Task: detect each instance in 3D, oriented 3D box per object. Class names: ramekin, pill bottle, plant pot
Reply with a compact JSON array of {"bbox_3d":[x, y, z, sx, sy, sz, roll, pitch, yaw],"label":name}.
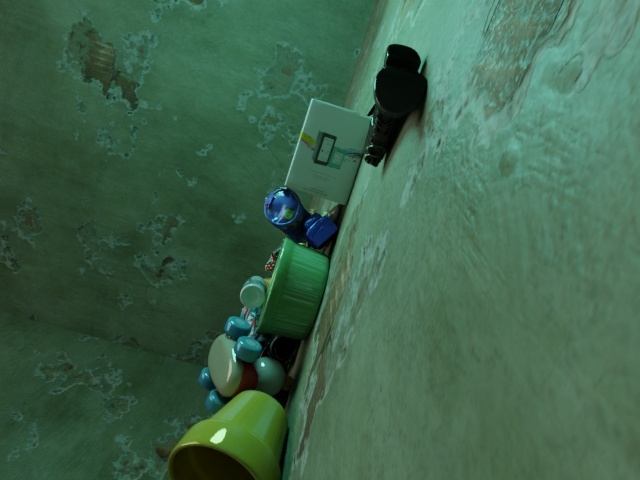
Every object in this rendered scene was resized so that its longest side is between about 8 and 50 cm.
[{"bbox_3d":[-0.081,0.154,1.518,0.303,0.148,0.303,-163,90,-85],"label":"ramekin"},{"bbox_3d":[-0.209,0.160,1.585,0.137,0.078,0.078,-106,33,-81],"label":"pill bottle"},{"bbox_3d":[-0.195,0.504,1.213,0.239,0.254,0.253,-49,-19,-61],"label":"plant pot"}]

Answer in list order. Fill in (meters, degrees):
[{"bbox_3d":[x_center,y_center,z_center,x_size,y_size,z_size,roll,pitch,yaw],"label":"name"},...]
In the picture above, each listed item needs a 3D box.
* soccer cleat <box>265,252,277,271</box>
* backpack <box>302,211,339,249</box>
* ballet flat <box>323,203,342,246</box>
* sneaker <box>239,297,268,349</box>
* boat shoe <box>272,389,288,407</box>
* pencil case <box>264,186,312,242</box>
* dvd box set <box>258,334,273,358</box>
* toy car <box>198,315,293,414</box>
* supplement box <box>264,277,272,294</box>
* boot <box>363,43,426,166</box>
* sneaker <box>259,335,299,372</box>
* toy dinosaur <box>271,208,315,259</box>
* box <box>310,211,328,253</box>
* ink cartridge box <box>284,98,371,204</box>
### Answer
[{"bbox_3d":[-0.151,0.073,1.542,0.083,0.029,0.035,-74,-4,-50],"label":"soccer cleat"},{"bbox_3d":[-0.004,-0.030,1.547,0.098,0.101,0.120,-37,-6,-9],"label":"backpack"},{"bbox_3d":[0.022,-0.050,1.628,0.057,0.053,0.168,-84,12,-64],"label":"ballet flat"},{"bbox_3d":[-0.212,0.314,1.688,0.104,0.125,0.261,36,-113,-48],"label":"sneaker"},{"bbox_3d":[-0.181,0.559,1.531,0.120,0.123,0.323,107,-173,-82],"label":"boat shoe"},{"bbox_3d":[-0.096,-0.075,1.631,0.119,0.133,0.306,-54,-15,-4],"label":"pencil case"},{"bbox_3d":[-0.171,0.362,1.960,0.420,0.062,0.307,-59,-13,-77],"label":"dvd box set"},{"bbox_3d":[-0.190,0.374,1.439,0.219,0.238,0.210,-62,31,10],"label":"toy car"},{"bbox_3d":[-0.132,0.192,1.820,0.233,0.080,0.077,-161,65,-64],"label":"supplement box"},{"bbox_3d":[0.135,-0.242,1.005,0.262,0.091,0.228,-73,-2,-46],"label":"boot"},{"bbox_3d":[-0.149,0.398,1.667,0.147,0.105,0.295,-73,6,-76],"label":"sneaker"},{"bbox_3d":[-0.062,0.047,1.940,0.321,0.164,0.218,-56,17,-14],"label":"toy dinosaur"},{"bbox_3d":[0.000,0.000,1.757,0.109,0.043,0.178,-81,11,-60],"label":"box"},{"bbox_3d":[0.021,-0.272,1.559,0.198,0.197,0.269,-113,41,-81],"label":"ink cartridge box"}]
